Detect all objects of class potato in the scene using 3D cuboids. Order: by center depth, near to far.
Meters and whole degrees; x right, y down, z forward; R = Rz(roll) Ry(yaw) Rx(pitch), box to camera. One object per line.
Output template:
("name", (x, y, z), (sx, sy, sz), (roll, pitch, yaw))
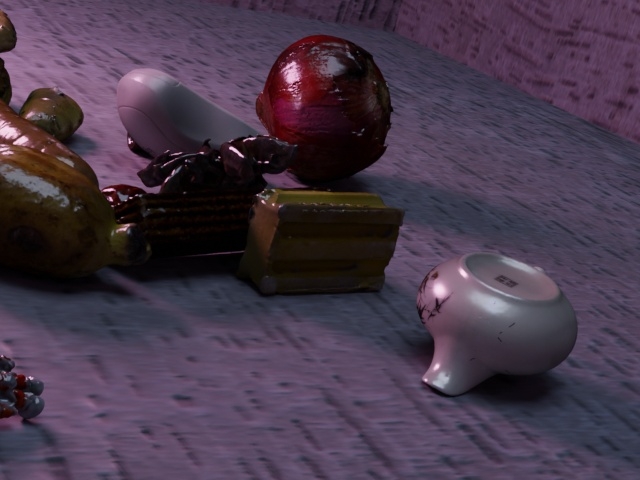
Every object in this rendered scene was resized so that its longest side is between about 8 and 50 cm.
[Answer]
("potato", (-0.464, -0.213, 2.189), (0.105, 0.085, 0.188), (12, 22, 1))

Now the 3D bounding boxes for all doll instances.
("doll", (-0.351, 0.136, 1.223), (0.180, 0.079, 0.094), (11, 49, -29))

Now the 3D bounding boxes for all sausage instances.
("sausage", (-0.479, -0.142, 1.882), (0.136, 0.123, 0.501), (21, 7, -44))

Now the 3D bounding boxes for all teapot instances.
("teapot", (0.236, 0.106, 1.678), (0.208, 0.165, 0.300), (16, 8, 29))

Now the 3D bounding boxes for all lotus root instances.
("lotus root", (-0.362, -0.032, 1.614), (0.314, 0.141, 0.169), (25, 21, 3))

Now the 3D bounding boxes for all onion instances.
("onion", (0.006, -0.239, 2.350), (0.276, 0.276, 0.276), (13, 17, -4))

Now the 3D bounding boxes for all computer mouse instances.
("computer mouse", (-0.218, -0.175, 2.163), (0.297, 0.121, 0.184), (35, -17, -21))

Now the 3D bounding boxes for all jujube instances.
("jujube", (-0.264, -0.042, 1.830), (0.129, 0.077, 0.077), (6, 18, -47))

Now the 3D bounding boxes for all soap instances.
("soap", (0.001, 0.001, 1.806), (0.233, 0.135, 0.076), (-1, 23, -40))

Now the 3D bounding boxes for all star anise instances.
("star anise", (-0.154, -0.105, 1.996), (0.283, 0.129, 0.212), (-15, -4, 20))

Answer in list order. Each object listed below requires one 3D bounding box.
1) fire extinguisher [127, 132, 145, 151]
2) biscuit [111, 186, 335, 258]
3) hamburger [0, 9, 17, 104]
("fire extinguisher", (-0.233, -0.187, 2.313), (0.231, 0.071, 0.099), (5, 14, -27))
("biscuit", (-0.134, -0.026, 1.815), (0.107, 0.073, 0.388), (-20, -10, 43))
("hamburger", (-0.660, -0.317, 2.177), (0.318, 0.195, 0.277), (-4, 23, -43))
